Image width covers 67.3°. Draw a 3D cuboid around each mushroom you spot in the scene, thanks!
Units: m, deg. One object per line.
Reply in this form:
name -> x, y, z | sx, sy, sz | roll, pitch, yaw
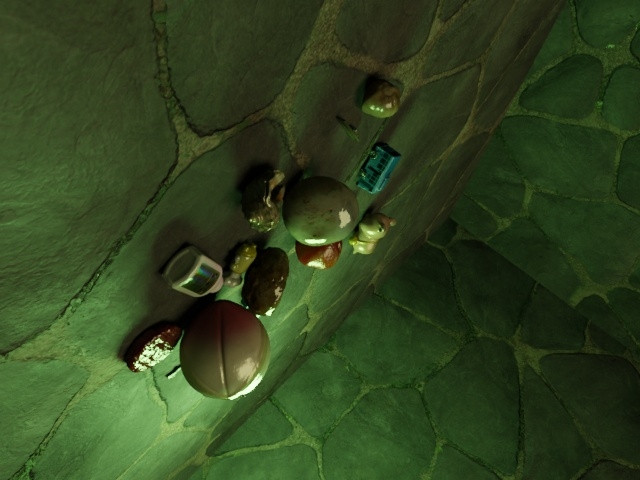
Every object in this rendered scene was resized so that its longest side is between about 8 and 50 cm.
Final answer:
mushroom -> -0.002, -0.110, 1.543 | 0.243, 0.243, 0.244 | -43, 161, -19

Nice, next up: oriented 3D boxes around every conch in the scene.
conch -> -0.137, -0.115, 1.285 | 0.155, 0.130, 0.207 | -49, -179, 43

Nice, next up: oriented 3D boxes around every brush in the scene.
brush -> 0.094, -0.354, 1.509 | 0.028, 0.034, 0.190 | -61, 161, 3

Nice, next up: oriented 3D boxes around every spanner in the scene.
spanner -> -0.477, 0.442, 1.761 | 0.208, 0.012, 0.046 | -34, 156, -43

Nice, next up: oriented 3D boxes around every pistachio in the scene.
pistachio -> 0.188, -0.428, 1.479 | 0.126, 0.108, 0.185 | -30, 174, 15

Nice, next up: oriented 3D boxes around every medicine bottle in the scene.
medicine bottle -> -0.333, 0.094, 1.312 | 0.115, 0.078, 0.219 | -50, 161, -6

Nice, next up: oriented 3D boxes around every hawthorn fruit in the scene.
hawthorn fruit -> 0.000, 0.000, 1.749 | 0.179, 0.179, 0.201 | -27, 149, -50

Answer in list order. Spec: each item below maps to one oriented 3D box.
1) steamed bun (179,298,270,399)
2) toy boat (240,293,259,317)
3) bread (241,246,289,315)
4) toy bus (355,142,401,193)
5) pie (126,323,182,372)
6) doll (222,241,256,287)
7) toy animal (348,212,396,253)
steamed bun -> -0.306, 0.323, 1.534 | 0.309, 0.309, 0.309 | -43, 161, -19
toy boat -> -0.233, 0.209, 1.756 | 0.102, 0.088, 0.215 | -9, 138, -58
bread -> -0.185, 0.129, 1.567 | 0.230, 0.122, 0.230 | -164, -90, -76
toy bus -> 0.223, -0.273, 1.851 | 0.090, 0.106, 0.185 | -27, 151, -55
pie -> -0.492, 0.317, 1.425 | 0.182, 0.049, 0.182 | -41, 160, -19
doll -> -0.254, 0.079, 1.495 | 0.163, 0.062, 0.106 | -58, 162, 19
toy animal -> 0.231, -0.030, 2.301 | 0.248, 0.149, 0.165 | -49, -179, 36
